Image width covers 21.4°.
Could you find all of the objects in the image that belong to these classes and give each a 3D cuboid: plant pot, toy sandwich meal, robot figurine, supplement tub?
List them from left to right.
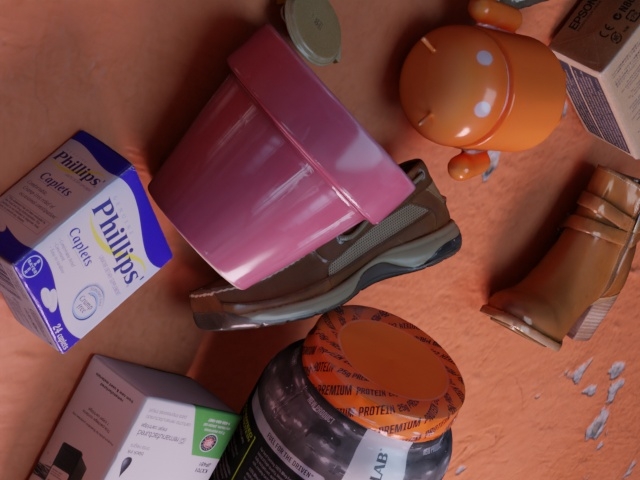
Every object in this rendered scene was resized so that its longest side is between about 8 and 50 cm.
[{"bbox_3d":[-0.046,-0.061,1.504,0.180,0.201,0.201,-42,144,3],"label":"plant pot"},{"bbox_3d":[-0.011,-0.195,1.552,0.085,0.029,0.085,23,59,-45],"label":"toy sandwich meal"},{"bbox_3d":[-0.002,0.242,1.694,0.207,0.207,0.338,-9,137,-47],"label":"supplement tub"},{"bbox_3d":[0.166,-0.152,1.729,0.219,0.128,0.158,1,136,-51],"label":"robot figurine"}]

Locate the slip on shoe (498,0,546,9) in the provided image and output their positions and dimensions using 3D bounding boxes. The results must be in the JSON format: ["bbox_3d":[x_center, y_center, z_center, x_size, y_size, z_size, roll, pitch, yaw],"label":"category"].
[{"bbox_3d":[0.225,-0.269,1.788,0.135,0.041,0.051,-28,135,-35],"label":"slip on shoe"}]

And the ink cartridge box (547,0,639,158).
[{"bbox_3d":[0.382,-0.243,1.957,0.234,0.088,0.193,-52,146,-10],"label":"ink cartridge box"}]

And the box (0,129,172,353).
[{"bbox_3d":[-0.211,0.002,1.438,0.137,0.072,0.126,-43,143,-21],"label":"box"}]

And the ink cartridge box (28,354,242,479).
[{"bbox_3d":[-0.191,0.228,1.616,0.153,0.087,0.208,20,101,-54],"label":"ink cartridge box"}]

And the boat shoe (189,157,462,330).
[{"bbox_3d":[0.000,0.000,1.672,0.324,0.122,0.120,-22,100,-41],"label":"boat shoe"}]

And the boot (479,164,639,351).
[{"bbox_3d":[0.311,0.017,2.042,0.283,0.109,0.220,5,113,-54],"label":"boot"}]
